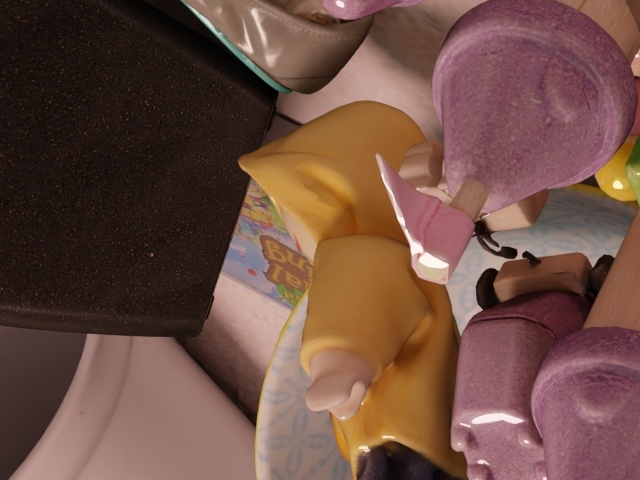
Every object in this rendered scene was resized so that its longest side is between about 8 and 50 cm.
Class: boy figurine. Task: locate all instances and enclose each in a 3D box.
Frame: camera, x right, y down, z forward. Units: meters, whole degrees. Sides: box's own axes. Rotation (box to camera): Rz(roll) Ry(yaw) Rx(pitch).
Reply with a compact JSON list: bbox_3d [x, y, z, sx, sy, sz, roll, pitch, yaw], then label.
[{"bbox_3d":[0.022,0.066,0.770,0.092,0.285,0.177,-15,160,11],"label":"boy figurine"}]

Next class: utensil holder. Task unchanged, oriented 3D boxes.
[{"bbox_3d":[-0.182,0.221,1.324,0.327,0.328,0.385,6,146,44],"label":"utensil holder"}]

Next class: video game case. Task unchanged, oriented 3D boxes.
[{"bbox_3d":[0.000,0.000,1.058,0.212,0.023,0.193,27,154,13],"label":"video game case"}]

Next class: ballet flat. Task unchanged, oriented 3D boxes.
[{"bbox_3d":[-0.064,-0.148,0.812,0.213,0.072,0.068,34,121,-23],"label":"ballet flat"}]

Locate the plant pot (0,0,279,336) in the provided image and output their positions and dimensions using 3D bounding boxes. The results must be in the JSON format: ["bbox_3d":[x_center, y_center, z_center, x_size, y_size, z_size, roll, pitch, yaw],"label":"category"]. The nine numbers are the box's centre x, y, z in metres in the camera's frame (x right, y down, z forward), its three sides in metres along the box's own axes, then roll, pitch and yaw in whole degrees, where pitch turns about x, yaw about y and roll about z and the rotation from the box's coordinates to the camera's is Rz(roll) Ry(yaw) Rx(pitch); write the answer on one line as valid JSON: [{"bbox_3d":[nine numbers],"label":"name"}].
[{"bbox_3d":[-0.118,-0.043,0.907,0.167,0.188,0.187,17,-178,-4],"label":"plant pot"}]

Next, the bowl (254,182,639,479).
[{"bbox_3d":[0.129,0.106,0.903,0.289,0.290,0.156,23,-165,22],"label":"bowl"}]

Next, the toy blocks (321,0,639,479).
[{"bbox_3d":[0.110,0.013,0.559,0.309,0.260,0.289,-8,125,36],"label":"toy blocks"}]
